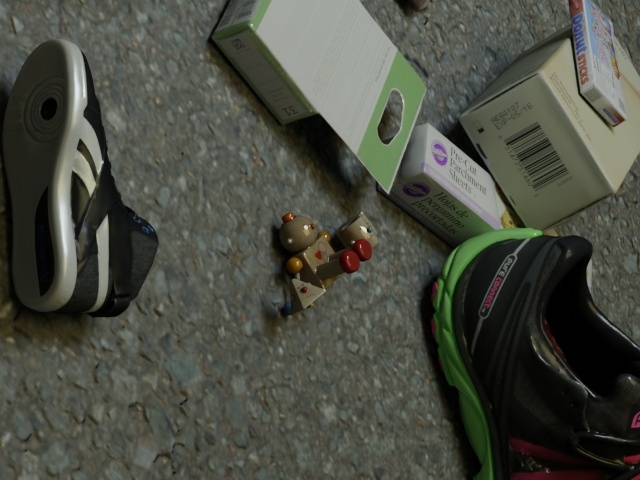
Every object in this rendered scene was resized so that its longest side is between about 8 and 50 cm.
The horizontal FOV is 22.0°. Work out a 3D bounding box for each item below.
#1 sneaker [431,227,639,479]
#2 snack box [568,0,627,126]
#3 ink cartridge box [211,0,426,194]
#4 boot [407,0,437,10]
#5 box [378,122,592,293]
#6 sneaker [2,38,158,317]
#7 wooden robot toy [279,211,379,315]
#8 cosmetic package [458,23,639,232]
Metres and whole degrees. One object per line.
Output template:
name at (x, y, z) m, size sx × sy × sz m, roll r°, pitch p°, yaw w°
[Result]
sneaker at (0.269, 0.215, 1.682) m, size 0.185 × 0.202 × 0.482 m, roll -28°, pitch 98°, yaw -53°
snack box at (0.307, -0.205, 1.825) m, size 0.064 × 0.022 × 0.178 m, roll 40°, pitch 33°, yaw -30°
ink cartridge box at (0.005, -0.175, 1.629) m, size 0.235 × 0.056 × 0.171 m, roll 51°, pitch 41°, yaw -31°
boot at (0.113, -0.308, 1.841) m, size 0.118 × 0.042 × 0.087 m, roll -41°, pitch 115°, yaw -50°
box at (0.185, -0.015, 1.786) m, size 0.324 × 0.063 × 0.067 m, roll 36°, pitch 47°, yaw -38°
sneaker at (-0.186, -0.044, 1.316) m, size 0.121 × 0.079 × 0.217 m, roll 15°, pitch 72°, yaw -52°
wooden robot toy at (0.000, 0.000, 1.541) m, size 0.079 × 0.076 × 0.173 m, roll 54°, pitch 39°, yaw -6°
cosmetic package at (0.278, -0.139, 1.860) m, size 0.160 × 0.113 × 0.309 m, roll 57°, pitch 28°, yaw -7°
